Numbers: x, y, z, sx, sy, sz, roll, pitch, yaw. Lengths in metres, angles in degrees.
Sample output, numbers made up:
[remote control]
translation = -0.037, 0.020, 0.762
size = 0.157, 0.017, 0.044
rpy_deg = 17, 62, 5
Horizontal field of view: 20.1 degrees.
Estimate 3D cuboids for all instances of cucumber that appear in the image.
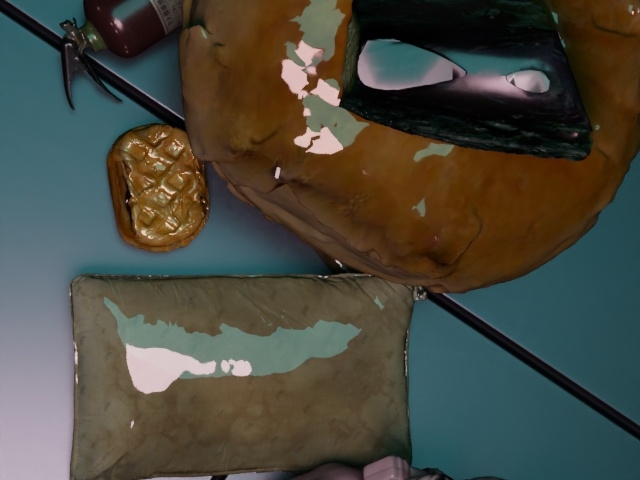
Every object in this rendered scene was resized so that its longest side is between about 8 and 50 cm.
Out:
[cucumber]
translation = 0.113, -0.122, 1.309
size = 0.193, 0.086, 0.115
rpy_deg = 7, 98, -7

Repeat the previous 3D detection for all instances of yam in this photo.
[yam]
translation = 0.000, 0.000, 1.559
size = 0.021, 0.021, 0.116
rpy_deg = -39, 93, -9

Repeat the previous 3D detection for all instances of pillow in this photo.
[pillow]
translation = -0.059, 0.116, 1.512
size = 0.302, 0.075, 0.185
rpy_deg = -1, 99, -10

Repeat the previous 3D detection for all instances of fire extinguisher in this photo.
[fire extinguisher]
translation = -0.131, -0.199, 1.531
size = 0.231, 0.071, 0.099
rpy_deg = -37, 120, -8

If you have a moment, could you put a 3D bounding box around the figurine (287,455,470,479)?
[figurine]
translation = 0.032, 0.229, 1.470
size = 0.137, 0.229, 0.112
rpy_deg = 12, 63, -42

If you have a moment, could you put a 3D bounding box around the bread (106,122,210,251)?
[bread]
translation = -0.136, -0.045, 1.530
size = 0.083, 0.044, 0.111
rpy_deg = -8, 86, -10

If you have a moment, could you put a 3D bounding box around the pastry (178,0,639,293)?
[pastry]
translation = 0.078, -0.153, 1.459
size = 0.409, 0.245, 0.409
rpy_deg = -2, 97, -14

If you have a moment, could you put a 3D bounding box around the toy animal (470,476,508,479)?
[toy animal]
translation = 0.158, 0.266, 1.470
size = 0.131, 0.221, 0.104
rpy_deg = -33, 97, -10
